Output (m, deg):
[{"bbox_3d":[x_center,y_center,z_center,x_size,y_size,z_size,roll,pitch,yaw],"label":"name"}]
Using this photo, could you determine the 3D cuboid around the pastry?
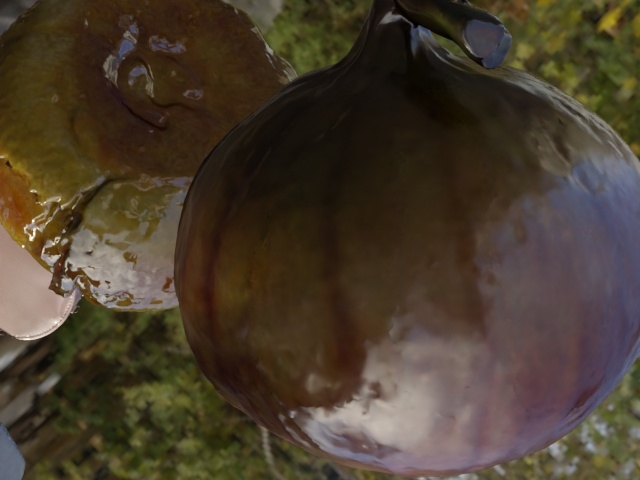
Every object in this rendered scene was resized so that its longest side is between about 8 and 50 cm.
[{"bbox_3d":[-0.167,-0.099,1.186,0.356,0.356,0.164,-42,174,-34],"label":"pastry"}]

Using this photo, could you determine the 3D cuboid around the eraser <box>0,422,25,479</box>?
[{"bbox_3d":[-0.481,0.387,1.583,0.077,0.111,0.353,21,87,-52],"label":"eraser"}]

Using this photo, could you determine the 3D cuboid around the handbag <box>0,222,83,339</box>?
[{"bbox_3d":[-0.377,0.020,1.501,0.179,0.205,0.116,-59,178,25],"label":"handbag"}]

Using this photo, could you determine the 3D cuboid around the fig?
[{"bbox_3d":[0.046,0.001,0.583,0.235,0.215,0.235,-19,176,-1],"label":"fig"}]
